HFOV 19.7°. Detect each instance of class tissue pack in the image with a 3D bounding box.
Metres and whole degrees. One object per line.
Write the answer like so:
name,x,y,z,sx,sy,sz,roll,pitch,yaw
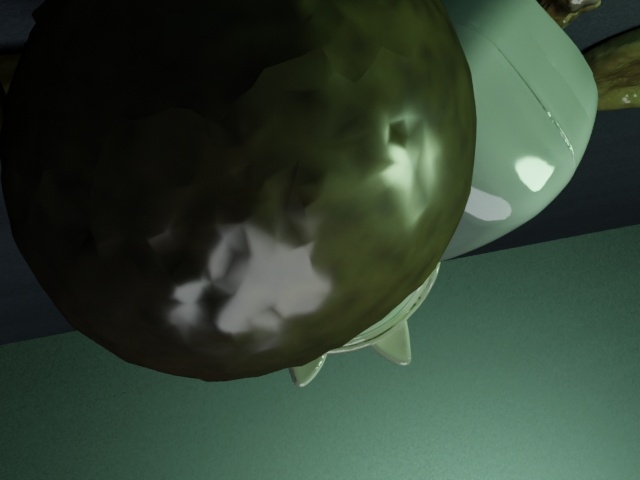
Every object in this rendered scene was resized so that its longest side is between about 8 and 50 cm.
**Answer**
tissue pack,0.083,-0.094,1.776,0.333,0.229,0.236,-19,-152,46

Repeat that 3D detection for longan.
longan,-0.068,-0.083,1.454,0.391,0.391,0.391,-12,170,-2

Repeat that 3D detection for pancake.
pancake,0.434,-0.214,2.240,0.294,0.050,0.294,-11,171,-2

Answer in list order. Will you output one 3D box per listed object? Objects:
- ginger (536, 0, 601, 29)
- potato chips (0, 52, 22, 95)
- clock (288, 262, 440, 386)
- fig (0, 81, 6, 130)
ginger,0.192,-0.226,1.839,0.122,0.084,0.290,21,157,-26
potato chips,-0.166,-0.169,1.721,0.406,0.057,0.080,-12,164,-9
clock,0.000,0.000,2.098,0.265,0.324,0.108,-10,170,-7
fig,-0.334,-0.124,1.489,0.165,0.154,0.144,32,178,-2
